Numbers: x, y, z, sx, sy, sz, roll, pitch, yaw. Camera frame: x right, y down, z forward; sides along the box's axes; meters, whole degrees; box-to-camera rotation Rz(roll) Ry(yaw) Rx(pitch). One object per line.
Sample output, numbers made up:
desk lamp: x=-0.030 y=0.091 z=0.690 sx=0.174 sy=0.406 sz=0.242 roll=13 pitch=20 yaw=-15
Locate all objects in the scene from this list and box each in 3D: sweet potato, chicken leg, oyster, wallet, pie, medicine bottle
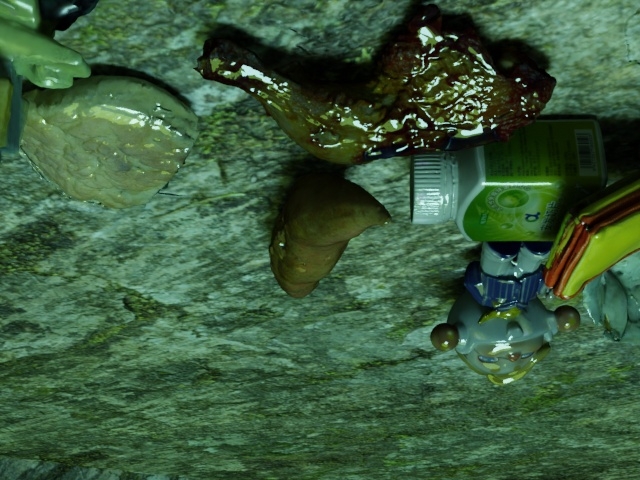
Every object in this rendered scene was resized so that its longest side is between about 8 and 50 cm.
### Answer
sweet potato: x=-0.008 y=-0.012 z=1.069 sx=0.106 sy=0.095 sz=0.354 roll=51 pitch=158 yaw=3
chicken leg: x=0.054 y=-0.137 z=0.851 sx=0.322 sy=0.083 sz=0.177 roll=-6 pitch=143 yaw=10
oyster: x=0.435 y=0.059 z=1.180 sx=0.252 sy=0.087 sz=0.199 roll=-16 pitch=124 yaw=-22
wallet: x=0.338 y=-0.032 z=0.937 sx=0.241 sy=0.067 sz=0.141 roll=-24 pitch=153 yaw=-17
pie: x=-0.229 y=-0.100 z=0.951 sx=0.185 sy=0.052 sz=0.218 roll=14 pitch=152 yaw=-26
medicine bottle: x=0.189 y=-0.061 z=0.964 sx=0.188 sy=0.088 sz=0.132 roll=0 pitch=152 yaw=3

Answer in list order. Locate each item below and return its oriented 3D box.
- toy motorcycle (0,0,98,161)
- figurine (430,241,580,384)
toy motorcycle: x=-0.355 y=-0.170 z=0.638 sx=0.410 sy=0.237 sz=0.169 roll=4 pitch=180 yaw=-5
figurine: x=0.230 y=0.082 z=1.212 sx=0.194 sy=0.133 sz=0.274 roll=-23 pitch=138 yaw=9
